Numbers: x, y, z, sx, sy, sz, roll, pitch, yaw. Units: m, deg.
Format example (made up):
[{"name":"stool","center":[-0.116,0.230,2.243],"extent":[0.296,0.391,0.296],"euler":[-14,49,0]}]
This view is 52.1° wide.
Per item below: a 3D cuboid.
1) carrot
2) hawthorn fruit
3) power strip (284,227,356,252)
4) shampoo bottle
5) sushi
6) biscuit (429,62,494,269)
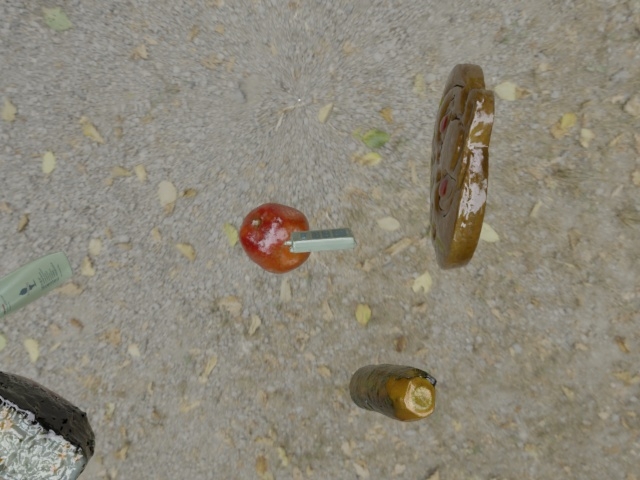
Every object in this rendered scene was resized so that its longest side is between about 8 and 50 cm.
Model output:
[{"name":"carrot","center":[0.108,0.223,0.967],"extent":[0.082,0.173,0.082],"euler":[3,80,-19]},{"name":"hawthorn fruit","center":[-0.084,-0.008,1.231],"extent":[0.133,0.138,0.132],"euler":[-11,69,31]},{"name":"power strip","center":[0.000,0.000,0.750],"extent":[0.083,0.027,0.017],"euler":[-4,119,-8]},{"name":"shampoo bottle","center":[-0.569,0.092,1.245],"extent":[0.049,0.212,0.072],"euler":[6,121,29]},{"name":"sushi","center":[-0.472,0.305,1.045],"extent":[0.225,0.126,0.136],"euler":[41,90,-7]},{"name":"biscuit","center":[0.254,-0.151,1.241],"extent":[0.070,0.350,0.394],"euler":[5,58,1]}]
